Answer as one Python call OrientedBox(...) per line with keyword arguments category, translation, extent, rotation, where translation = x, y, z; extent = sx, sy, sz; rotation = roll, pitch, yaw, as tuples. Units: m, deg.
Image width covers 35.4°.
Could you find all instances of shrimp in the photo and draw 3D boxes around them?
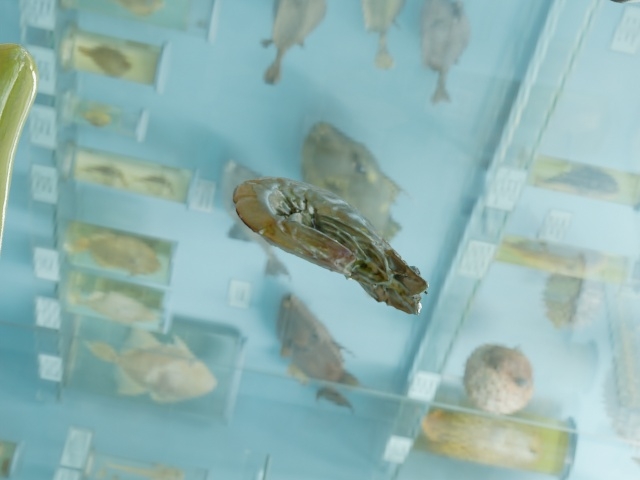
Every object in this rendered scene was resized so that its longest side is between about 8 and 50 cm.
OrientedBox(category="shrimp", translation=(0.000, 0.000, 0.411), extent=(0.108, 0.059, 0.023), rotation=(43, -59, 49))

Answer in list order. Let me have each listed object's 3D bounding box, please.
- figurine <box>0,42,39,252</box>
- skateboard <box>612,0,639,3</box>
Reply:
OrientedBox(category="figurine", translation=(-0.390, -0.026, 0.567), extent=(0.361, 0.377, 0.266), rotation=(-16, -114, 58))
OrientedBox(category="skateboard", translation=(0.260, -0.189, 0.732), extent=(0.080, 0.151, 0.067), rotation=(163, -65, -69))
